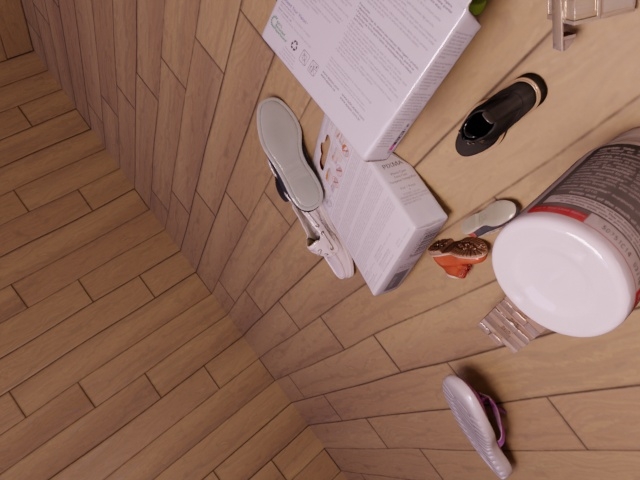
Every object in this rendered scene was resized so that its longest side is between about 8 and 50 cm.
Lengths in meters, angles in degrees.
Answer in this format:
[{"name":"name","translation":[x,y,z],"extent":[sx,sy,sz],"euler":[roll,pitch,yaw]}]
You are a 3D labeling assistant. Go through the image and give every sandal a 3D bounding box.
[{"name":"sandal","translation":[-0.102,-0.198,1.447],"extent":[0.067,0.040,0.179],"euler":[4,109,49]},{"name":"sandal","translation":[0.408,0.445,1.284],"extent":[0.169,0.102,0.416],"euler":[44,167,50]}]

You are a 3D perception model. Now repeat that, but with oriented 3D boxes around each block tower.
[{"name":"block tower","translation":[0.402,0.088,0.905],"extent":[0.091,0.097,0.335],"euler":[45,152,18]}]

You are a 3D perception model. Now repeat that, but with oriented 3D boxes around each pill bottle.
[{"name":"pill bottle","translation":[0.360,-0.024,0.642],"extent":[0.161,0.283,0.161],"euler":[37,147,30]}]

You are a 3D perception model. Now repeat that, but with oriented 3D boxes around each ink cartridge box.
[{"name":"ink cartridge box","translation":[0.109,-0.105,1.201],"extent":[0.385,0.091,0.308],"euler":[62,157,24]},{"name":"ink cartridge box","translation":[0.074,-0.346,0.760],"extent":[0.324,0.071,0.330],"euler":[55,131,23]}]

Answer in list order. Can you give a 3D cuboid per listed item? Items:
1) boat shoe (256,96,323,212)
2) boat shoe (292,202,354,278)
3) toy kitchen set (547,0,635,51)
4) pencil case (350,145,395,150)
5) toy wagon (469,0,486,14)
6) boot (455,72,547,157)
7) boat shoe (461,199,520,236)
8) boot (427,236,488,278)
[{"name":"boat shoe","translation":[-0.087,-0.212,1.317],"extent":[0.091,0.114,0.303],"euler":[164,88,-79]},{"name":"boat shoe","translation":[0.000,0.000,1.428],"extent":[0.098,0.096,0.277],"euler":[-4,117,58]},{"name":"toy kitchen set","translation":[0.342,-0.287,0.658],"extent":[0.083,0.075,0.068],"euler":[-92,-11,-61]},{"name":"pencil case","translation":[0.131,-0.264,0.913],"extent":[0.113,0.124,0.273],"euler":[48,152,11]},{"name":"toy wagon","translation":[0.154,-0.485,0.697],"extent":[0.344,0.068,0.267],"euler":[41,149,24]},{"name":"boot","translation":[0.244,-0.175,0.816],"extent":[0.077,0.137,0.198],"euler":[51,152,9]},{"name":"boat shoe","translation":[0.320,-0.037,0.951],"extent":[0.043,0.049,0.137],"euler":[17,157,-20]},{"name":"boot","translation":[0.297,0.041,1.060],"extent":[0.085,0.059,0.158],"euler":[58,161,-12]}]
